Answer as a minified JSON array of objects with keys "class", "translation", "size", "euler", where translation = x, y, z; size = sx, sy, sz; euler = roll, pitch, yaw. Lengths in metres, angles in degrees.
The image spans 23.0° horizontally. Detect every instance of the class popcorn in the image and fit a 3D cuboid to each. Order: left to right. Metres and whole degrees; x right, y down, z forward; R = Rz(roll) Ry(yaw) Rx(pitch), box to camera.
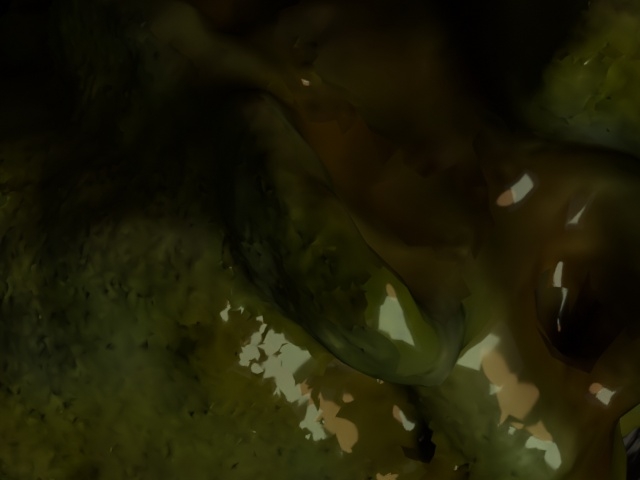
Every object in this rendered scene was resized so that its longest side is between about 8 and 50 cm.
[{"class":"popcorn","translation":[0.000,0.000,0.446],"size":[0.250,0.235,0.242],"euler":[-41,152,5]}]
